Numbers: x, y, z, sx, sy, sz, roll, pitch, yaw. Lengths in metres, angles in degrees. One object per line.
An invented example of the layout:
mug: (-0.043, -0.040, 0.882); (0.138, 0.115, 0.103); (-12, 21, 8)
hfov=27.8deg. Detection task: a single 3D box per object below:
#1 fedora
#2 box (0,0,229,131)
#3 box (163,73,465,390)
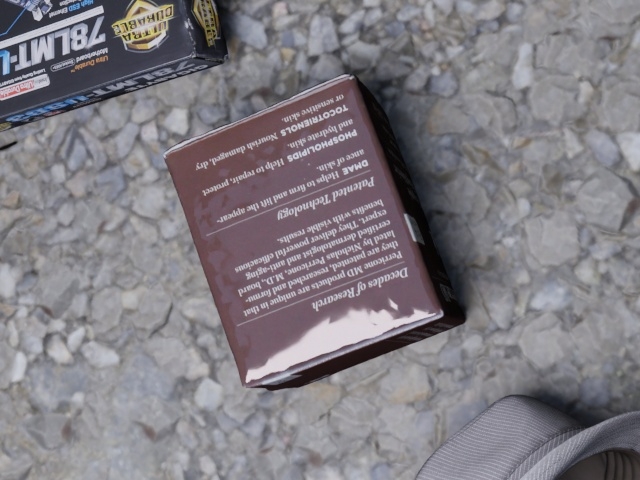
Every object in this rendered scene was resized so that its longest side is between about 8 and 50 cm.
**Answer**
fedora: (0.151, 0.219, 1.000); (0.124, 0.244, 0.275); (35, 108, 42)
box: (-0.250, -0.262, 1.147); (0.296, 0.073, 0.293); (-14, 89, 24)
box: (0.000, 0.000, 1.056); (0.167, 0.168, 0.203); (-22, 81, 9)
